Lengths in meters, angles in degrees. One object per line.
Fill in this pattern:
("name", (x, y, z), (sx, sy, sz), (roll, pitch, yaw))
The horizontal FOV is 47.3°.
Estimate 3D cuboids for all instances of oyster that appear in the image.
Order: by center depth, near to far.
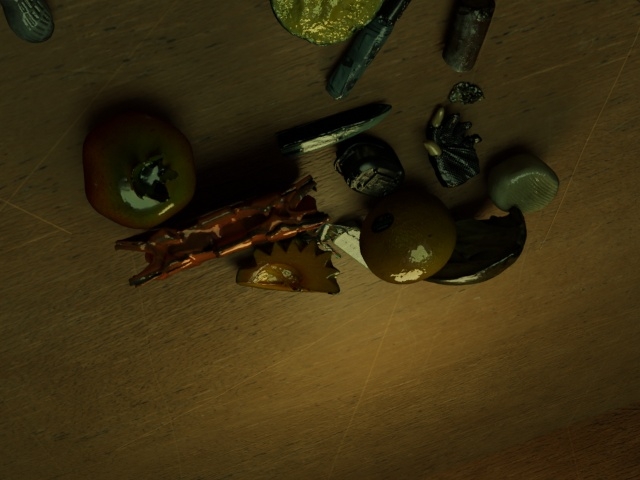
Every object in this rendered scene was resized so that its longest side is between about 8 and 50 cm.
("oyster", (0.322, -0.315, 1.588), (0.083, 0.019, 0.054), (5, 133, -25))

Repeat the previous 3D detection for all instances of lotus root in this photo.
("lotus root", (0.370, 0.039, 1.818), (0.314, 0.210, 0.142), (-2, 145, 41))

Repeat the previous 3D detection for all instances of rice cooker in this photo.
("rice cooker", (0.110, -0.161, 1.612), (0.165, 0.106, 0.112), (9, 136, -43))

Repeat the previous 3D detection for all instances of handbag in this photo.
("handbag", (-0.188, -0.020, 1.518), (0.410, 0.116, 0.303), (-19, -176, 0))

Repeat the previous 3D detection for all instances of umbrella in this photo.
("umbrella", (0.089, -0.377, 1.410), (0.053, 0.052, 0.250), (34, 123, -4))

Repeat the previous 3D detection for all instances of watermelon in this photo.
("watermelon", (0.009, -0.454, 1.235), (0.204, 0.127, 0.232), (-4, 139, -17))

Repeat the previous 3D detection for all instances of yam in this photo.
("yam", (0.288, -0.410, 1.432), (0.079, 0.079, 0.141), (-5, 140, -16))

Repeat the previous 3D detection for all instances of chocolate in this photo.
("chocolate", (-0.482, -0.386, 1.163), (0.072, 0.072, 0.167), (-20, 139, 0))

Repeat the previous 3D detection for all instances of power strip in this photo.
("power strip", (0.110, 0.018, 1.859), (0.080, 0.029, 0.227), (-36, 136, 18))

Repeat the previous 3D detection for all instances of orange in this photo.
("orange", (0.207, -0.008, 1.726), (0.237, 0.236, 0.236), (-11, 138, -10))

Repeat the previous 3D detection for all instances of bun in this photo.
("bun", (0.484, -0.143, 1.769), (0.167, 0.113, 0.173), (-18, 141, 8))

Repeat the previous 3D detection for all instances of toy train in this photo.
("toy train", (0.033, -0.232, 1.540), (0.252, 0.055, 0.048), (-17, 139, -2))

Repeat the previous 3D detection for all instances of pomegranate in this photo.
("pomegranate", (-0.333, -0.126, 1.366), (0.221, 0.257, 0.220), (-8, 109, -24))

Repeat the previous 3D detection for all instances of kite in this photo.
("kite", (0.000, 0.000, 1.786), (0.183, 0.010, 0.160), (-27, 128, 27))

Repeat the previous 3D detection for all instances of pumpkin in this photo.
("pumpkin", (-0.068, 0.063, 1.801), (0.254, 0.130, 0.149), (4, 174, 7))

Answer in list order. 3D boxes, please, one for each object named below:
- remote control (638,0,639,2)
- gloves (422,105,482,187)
("remote control", (0.613, -0.551, 1.413), (0.336, 0.065, 0.128), (16, 130, -33))
("gloves", (0.288, -0.219, 1.641), (0.129, 0.106, 0.180), (-20, 110, -1))
